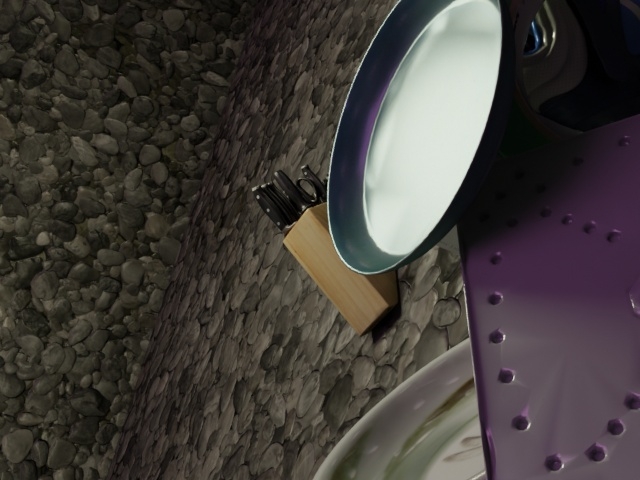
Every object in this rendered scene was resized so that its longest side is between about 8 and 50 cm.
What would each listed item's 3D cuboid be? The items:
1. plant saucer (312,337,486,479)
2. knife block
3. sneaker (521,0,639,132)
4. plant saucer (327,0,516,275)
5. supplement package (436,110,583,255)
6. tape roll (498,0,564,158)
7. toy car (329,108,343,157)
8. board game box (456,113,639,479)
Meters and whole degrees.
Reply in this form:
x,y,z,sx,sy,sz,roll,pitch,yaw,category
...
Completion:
x,y,z,sx,sy,sz,roll,pitch,yaw,category
0.172,0.194,0.872,0.400,0.100,0.400,-34,3,2,plant saucer
0.000,0.000,1.444,0.088,0.242,0.276,-52,25,36,knife block
0.300,-0.279,1.016,0.130,0.236,0.323,-32,39,56,sneaker
0.096,-0.116,0.858,0.317,0.043,0.318,-46,36,49,plant saucer
0.193,-0.098,1.045,0.145,0.262,0.204,-48,28,42,supplement package
0.302,-0.187,0.844,0.321,0.321,0.077,-64,-22,6,tape roll
0.100,-0.133,1.417,0.149,0.188,0.155,-36,36,53,toy car
0.305,0.041,0.648,0.390,0.050,0.390,-18,44,20,board game box
